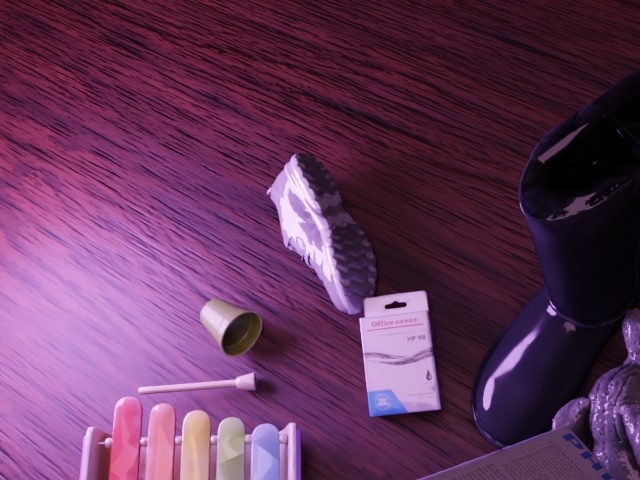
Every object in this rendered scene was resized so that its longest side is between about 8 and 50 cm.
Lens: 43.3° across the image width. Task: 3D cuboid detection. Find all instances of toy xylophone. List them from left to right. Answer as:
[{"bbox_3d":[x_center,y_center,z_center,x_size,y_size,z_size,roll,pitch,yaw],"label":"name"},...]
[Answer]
[{"bbox_3d":[-0.188,0.306,1.181,0.322,0.081,0.236,-8,62,-5],"label":"toy xylophone"}]

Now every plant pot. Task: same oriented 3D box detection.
[{"bbox_3d":[-0.150,0.132,1.287,0.079,0.083,0.083,30,76,37],"label":"plant pot"}]

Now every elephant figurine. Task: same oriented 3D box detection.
[{"bbox_3d":[0.377,0.240,1.006,0.169,0.186,0.239,-21,101,14],"label":"elephant figurine"}]

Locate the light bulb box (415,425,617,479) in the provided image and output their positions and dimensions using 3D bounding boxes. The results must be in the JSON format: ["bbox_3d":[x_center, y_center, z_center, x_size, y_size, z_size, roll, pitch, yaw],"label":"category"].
[{"bbox_3d":[0.155,0.411,0.849,0.358,0.361,0.225,-52,60,23],"label":"light bulb box"}]

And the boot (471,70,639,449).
[{"bbox_3d":[0.300,0.058,0.993,0.146,0.445,0.367,32,77,25],"label":"boot"}]

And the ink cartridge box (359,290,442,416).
[{"bbox_3d":[0.116,0.164,1.188,0.104,0.060,0.180,-9,77,10],"label":"ink cartridge box"}]

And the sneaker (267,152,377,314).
[{"bbox_3d":[0.000,0.000,1.312,0.115,0.105,0.281,-39,62,35],"label":"sneaker"}]
